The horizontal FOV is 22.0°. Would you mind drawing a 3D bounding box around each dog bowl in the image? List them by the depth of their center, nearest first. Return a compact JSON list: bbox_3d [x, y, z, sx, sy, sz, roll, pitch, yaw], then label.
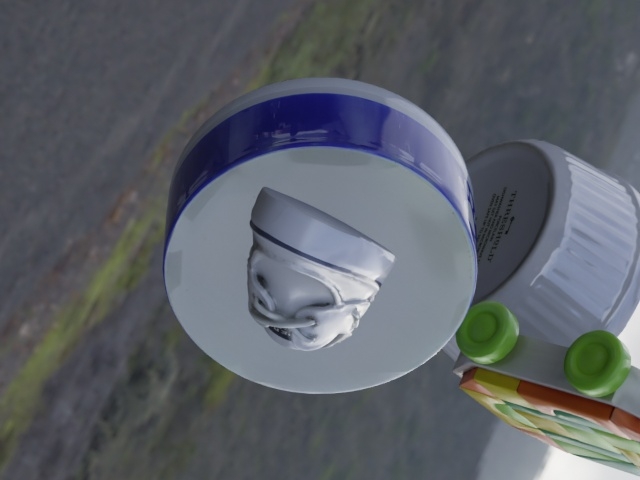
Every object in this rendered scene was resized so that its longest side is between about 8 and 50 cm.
[{"bbox_3d":[0.000,0.000,1.387,0.104,0.265,0.265,-89,-159,-54],"label":"dog bowl"}]

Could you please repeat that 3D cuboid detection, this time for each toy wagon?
[{"bbox_3d":[0.282,0.157,1.472,0.267,0.344,0.068,38,73,-45],"label":"toy wagon"}]

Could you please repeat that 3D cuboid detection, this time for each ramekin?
[{"bbox_3d":[0.202,0.017,1.709,0.273,0.127,0.273,-35,-144,31],"label":"ramekin"}]

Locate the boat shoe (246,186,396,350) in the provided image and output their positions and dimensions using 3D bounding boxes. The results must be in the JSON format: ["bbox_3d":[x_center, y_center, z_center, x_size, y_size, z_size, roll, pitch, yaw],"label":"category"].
[{"bbox_3d":[-0.010,0.030,1.114,0.088,0.096,0.267,-62,176,-4],"label":"boat shoe"}]
